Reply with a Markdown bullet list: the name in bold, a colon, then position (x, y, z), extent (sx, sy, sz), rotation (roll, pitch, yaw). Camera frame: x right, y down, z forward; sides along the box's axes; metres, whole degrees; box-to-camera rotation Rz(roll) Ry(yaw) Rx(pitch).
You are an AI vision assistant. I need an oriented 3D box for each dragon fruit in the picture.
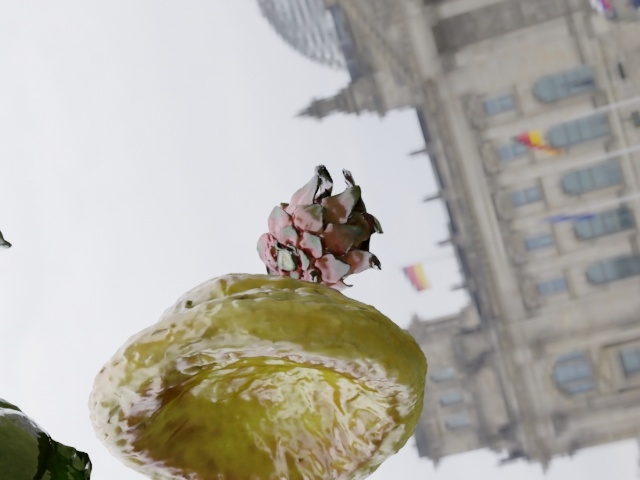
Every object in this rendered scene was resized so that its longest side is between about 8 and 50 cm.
- **dragon fruit**: position (-0.002, -0.003, 1.507), extent (0.121, 0.142, 0.130), rotation (-105, -9, -64)

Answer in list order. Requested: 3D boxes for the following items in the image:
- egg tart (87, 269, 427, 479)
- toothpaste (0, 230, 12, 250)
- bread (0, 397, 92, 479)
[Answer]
- **egg tart**: position (-0.054, 0.120, 1.197), extent (0.319, 0.319, 0.128), rotation (57, -161, -49)
- **toothpaste**: position (-0.329, -0.070, 1.003), extent (0.239, 0.062, 0.039), rotation (45, -116, -17)
- **bread**: position (-0.301, 0.277, 0.871), extent (0.129, 0.366, 0.382), rotation (37, -132, -9)
